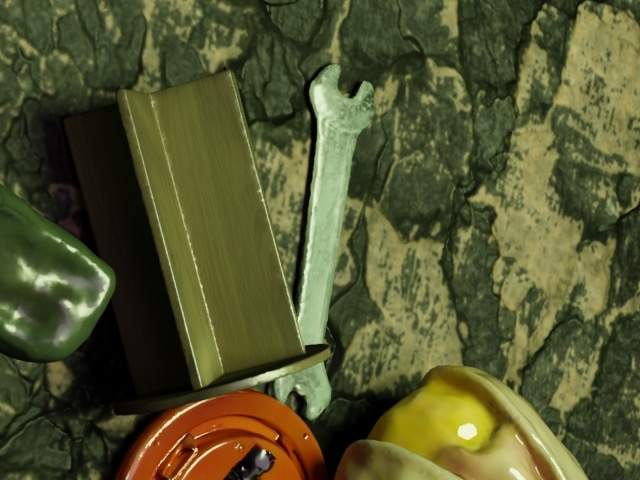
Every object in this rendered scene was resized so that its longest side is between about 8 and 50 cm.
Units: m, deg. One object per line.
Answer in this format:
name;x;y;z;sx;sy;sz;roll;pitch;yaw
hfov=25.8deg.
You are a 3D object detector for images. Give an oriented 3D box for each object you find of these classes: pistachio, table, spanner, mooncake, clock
pistachio;0.143;0.254;1.168;0.230;0.230;0.309;-39;110;-29
table;-0.100;-0.002;1.034;0.167;0.167;0.226;-16;92;-35
spanner;0.000;0.000;1.180;0.071;0.017;0.302;13;84;-35
mooncake;-0.224;0.013;0.926;0.175;0.168;0.104;30;75;-17
clock;-0.077;0.219;1.112;0.205;0.051;0.205;-2;94;-35
